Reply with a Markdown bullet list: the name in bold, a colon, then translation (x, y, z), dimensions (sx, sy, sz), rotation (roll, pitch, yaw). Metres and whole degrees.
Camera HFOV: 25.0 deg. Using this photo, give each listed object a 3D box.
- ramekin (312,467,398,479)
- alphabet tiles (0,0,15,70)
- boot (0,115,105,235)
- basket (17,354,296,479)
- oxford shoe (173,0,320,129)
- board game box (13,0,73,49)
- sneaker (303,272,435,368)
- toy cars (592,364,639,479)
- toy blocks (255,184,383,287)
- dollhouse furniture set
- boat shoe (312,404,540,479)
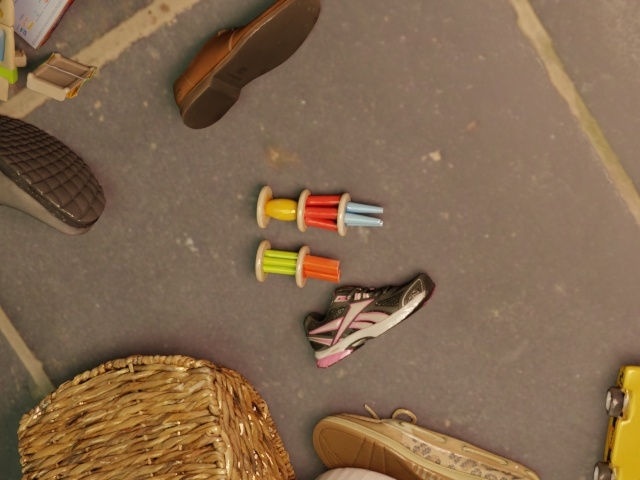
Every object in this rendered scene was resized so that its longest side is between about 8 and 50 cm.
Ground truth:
- **ramekin**: translation (0.059, 0.407, 1.760), dimensions (0.277, 0.135, 0.277), rotation (23, 138, 22)
- **alphabet tiles**: translation (-0.463, -0.346, 1.687), dimensions (0.285, 0.011, 0.342), rotation (26, 129, 27)
- **boot**: translation (-0.437, -0.052, 1.816), dimensions (0.338, 0.118, 0.222), rotation (35, 117, 14)
- **basket**: translation (-0.209, 0.269, 1.859), dimensions (0.299, 0.223, 0.213), rotation (-19, 69, 20)
- **oxford shoe**: translation (-0.093, -0.226, 1.677), dimensions (0.212, 0.076, 0.076), rotation (-38, 55, 13)
- **board game box**: translation (-0.326, -0.337, 1.642), dimensions (0.145, 0.027, 0.281), rotation (40, 143, -9)
- **sneaker**: translation (0.051, 0.083, 1.739), dimensions (0.178, 0.072, 0.077), rotation (-33, 86, 17)
- **toy cars**: translation (0.434, 0.308, 1.700), dimensions (0.176, 0.087, 0.393), rotation (-34, 101, 8)
- **toy blocks**: translation (0.000, 0.000, 1.731), dimensions (0.148, 0.054, 0.123), rotation (6, 109, 13)
- **dollhouse furniture set**: translation (-0.355, -0.196, 1.758), dimensions (0.152, 0.076, 0.058), rotation (22, 125, 9)
- **boat shoe**: translation (0.129, 0.279, 1.782), dimensions (0.285, 0.089, 0.104), rotation (23, 131, 10)
